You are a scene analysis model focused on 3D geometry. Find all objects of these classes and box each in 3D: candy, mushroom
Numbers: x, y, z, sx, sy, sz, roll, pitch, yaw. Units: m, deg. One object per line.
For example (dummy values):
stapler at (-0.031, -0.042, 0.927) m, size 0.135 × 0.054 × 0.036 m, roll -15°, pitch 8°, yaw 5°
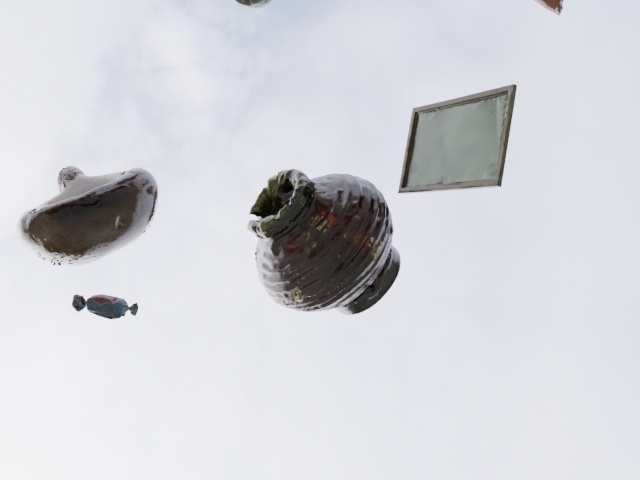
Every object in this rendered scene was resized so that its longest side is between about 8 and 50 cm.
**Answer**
candy at (-0.271, 0.085, 0.842) m, size 0.083 × 0.020 × 0.030 m, roll 10°, pitch -64°, yaw -2°
mushroom at (-0.205, -0.028, 0.593) m, size 0.127 × 0.127 × 0.087 m, roll -27°, pitch -78°, yaw -6°

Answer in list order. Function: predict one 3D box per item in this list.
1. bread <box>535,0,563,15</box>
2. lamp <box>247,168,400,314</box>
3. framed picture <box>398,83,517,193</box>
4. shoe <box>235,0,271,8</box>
bread at (0.320, -0.449, 1.045) m, size 0.192 × 0.067 × 0.119 m, roll 24°, pitch -60°, yaw -4°
lamp at (0.000, 0.000, 1.024) m, size 0.247 × 0.247 × 0.246 m, roll -1°, pitch -84°, yaw -10°
framed picture at (0.186, -0.136, 0.940) m, size 0.010 × 0.201 × 0.135 m, roll 15°, pitch -97°, yaw -32°
shoe at (-0.119, -0.405, 0.889) m, size 0.079 × 0.078 × 0.195 m, roll -7°, pitch -72°, yaw 32°
